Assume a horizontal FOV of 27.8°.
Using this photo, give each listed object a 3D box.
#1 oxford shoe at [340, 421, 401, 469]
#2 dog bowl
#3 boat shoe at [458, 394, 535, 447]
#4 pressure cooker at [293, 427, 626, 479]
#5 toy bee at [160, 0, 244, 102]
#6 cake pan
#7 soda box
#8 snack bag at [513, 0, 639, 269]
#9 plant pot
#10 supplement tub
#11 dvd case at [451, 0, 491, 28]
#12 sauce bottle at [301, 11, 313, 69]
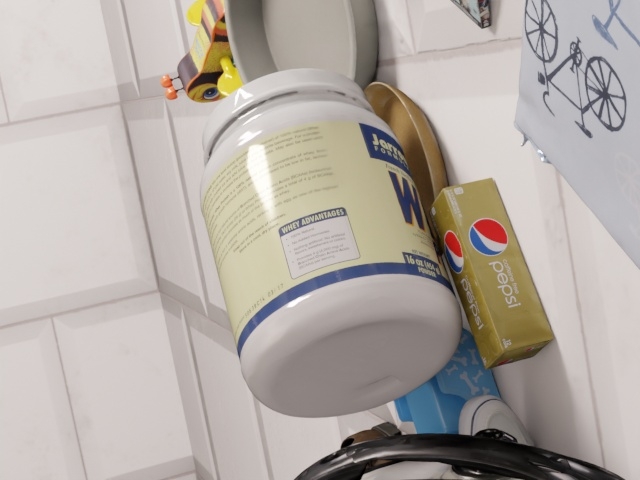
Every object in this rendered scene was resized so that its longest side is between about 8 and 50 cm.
[{"bbox_3d":[0.087,0.302,1.717,0.227,0.096,0.083,180,79,-71],"label":"oxford shoe"},{"bbox_3d":[0.161,0.233,1.461,0.166,0.074,0.297,124,132,-67],"label":"dog bowl"},{"bbox_3d":[0.215,0.264,1.331,0.076,0.083,0.226,-7,108,61],"label":"boat shoe"},{"bbox_3d":[0.132,0.369,1.152,0.375,0.369,0.421,-145,46,-68],"label":"pressure cooker"},{"bbox_3d":[-0.159,-0.265,1.977,0.195,0.162,0.298,-128,30,-51],"label":"toy bee"},{"bbox_3d":[-0.025,-0.271,1.613,0.293,0.054,0.293,32,130,47],"label":"cake pan"},{"bbox_3d":[0.171,0.033,1.308,0.061,0.058,0.181,116,137,-65],"label":"soda box"},{"bbox_3d":[0.241,-0.133,0.990,0.323,0.037,0.343,-121,20,-45],"label":"snack bag"},{"bbox_3d":[0.098,-0.071,1.511,0.236,0.032,0.236,168,90,-74],"label":"plant pot"},{"bbox_3d":[0.000,0.000,1.394,0.235,0.235,0.325,102,156,-54],"label":"supplement tub"},{"bbox_3d":[0.133,-0.272,1.241,0.087,0.013,0.119,-124,13,-49],"label":"dvd case"},{"bbox_3d":[-0.004,-0.271,1.672,0.042,0.042,0.128,-135,34,-60],"label":"sauce bottle"}]
